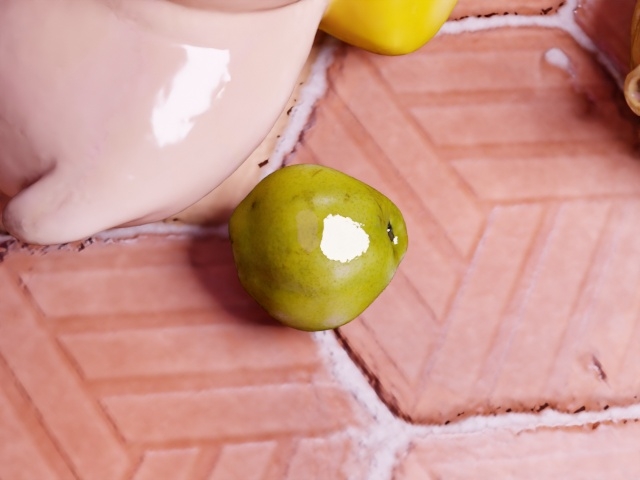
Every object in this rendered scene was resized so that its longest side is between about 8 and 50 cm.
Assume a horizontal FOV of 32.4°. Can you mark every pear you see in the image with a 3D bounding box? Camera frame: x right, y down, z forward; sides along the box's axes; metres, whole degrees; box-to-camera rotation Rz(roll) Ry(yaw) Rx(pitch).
[{"bbox_3d":[0.000,0.000,0.600,0.097,0.092,0.092,-17,73,-10],"label":"pear"}]

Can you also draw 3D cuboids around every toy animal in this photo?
[{"bbox_3d":[-0.086,-0.195,0.574,0.345,0.247,0.277,-38,76,-16],"label":"toy animal"}]

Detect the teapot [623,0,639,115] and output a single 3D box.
[{"bbox_3d":[0.301,-0.127,0.627,0.311,0.167,0.203,-23,74,-13],"label":"teapot"}]
